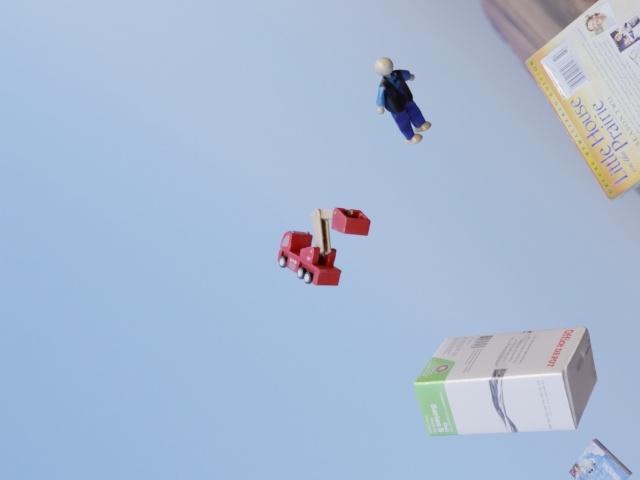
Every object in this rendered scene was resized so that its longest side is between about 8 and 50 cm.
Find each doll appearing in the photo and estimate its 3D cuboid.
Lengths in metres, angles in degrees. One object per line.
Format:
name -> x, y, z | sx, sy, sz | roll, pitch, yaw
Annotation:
doll -> 0.158, -0.287, 1.888 | 0.046, 0.129, 0.189 | 6, 141, 45

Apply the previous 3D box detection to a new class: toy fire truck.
toy fire truck -> 0.000, 0.000, 1.503 | 0.047, 0.135, 0.192 | 4, -166, -31

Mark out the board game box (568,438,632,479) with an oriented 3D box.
board game box -> 0.517, 0.430, 1.754 | 0.020, 0.090, 0.090 | -6, -139, -43

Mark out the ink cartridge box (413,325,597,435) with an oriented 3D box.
ink cartridge box -> 0.332, 0.249, 1.684 | 0.198, 0.273, 0.114 | -37, -65, -57

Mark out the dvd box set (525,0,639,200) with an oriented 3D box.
dvd box set -> 0.579, -0.300, 1.586 | 0.062, 0.420, 0.307 | -15, -109, -45
